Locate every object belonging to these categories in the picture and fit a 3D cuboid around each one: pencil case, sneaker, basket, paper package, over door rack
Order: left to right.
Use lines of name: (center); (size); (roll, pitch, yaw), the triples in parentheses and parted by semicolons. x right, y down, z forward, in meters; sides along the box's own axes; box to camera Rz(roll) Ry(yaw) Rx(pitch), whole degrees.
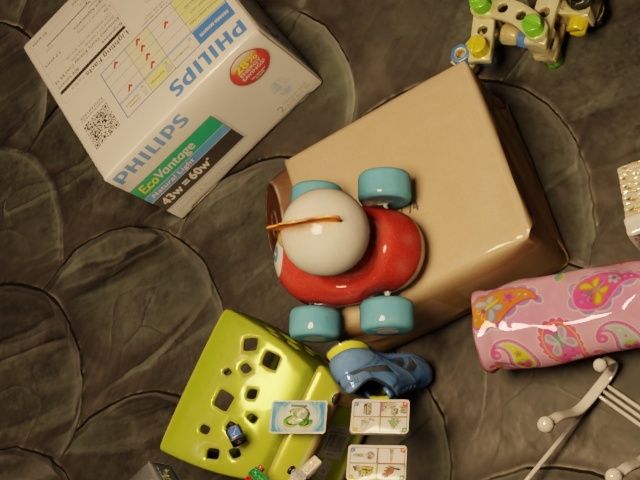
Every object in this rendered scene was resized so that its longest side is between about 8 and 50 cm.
sneaker: (0.091, 0.196, 1.527); (0.069, 0.209, 0.082); (-40, 54, 25)
paper package: (0.146, -0.043, 1.600); (0.325, 0.168, 0.309); (-27, 62, 22)
pencil case: (0.340, 0.096, 1.448); (0.284, 0.124, 0.124); (-14, 67, 17)
over door rack: (0.355, 0.337, 1.386); (0.239, 0.108, 0.324); (37, 95, 35)
basket: (0.480, -0.060, 1.438); (0.167, 0.113, 0.103); (-20, 63, 23)

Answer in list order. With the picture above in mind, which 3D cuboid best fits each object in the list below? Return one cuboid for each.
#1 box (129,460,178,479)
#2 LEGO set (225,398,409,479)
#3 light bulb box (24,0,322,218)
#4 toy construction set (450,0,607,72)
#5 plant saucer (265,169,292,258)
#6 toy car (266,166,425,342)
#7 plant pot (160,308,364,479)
box: (-0.264, 0.494, 1.732); (0.183, 0.059, 0.232); (-46, 57, 12)
LEGO set: (-0.007, 0.296, 1.433); (0.244, 0.060, 0.182); (-1, 53, 9)
light bulb box: (-0.256, -0.300, 1.888); (0.358, 0.225, 0.361); (-43, 58, 11)
toy construction set: (0.320, -0.397, 1.634); (0.215, 0.151, 0.327); (12, 91, 33)
plant saucer: (-0.060, -0.026, 1.728); (0.029, 0.168, 0.168); (-7, 64, -14)
toy car: (0.000, 0.000, 1.428); (0.210, 0.238, 0.219); (-8, 71, 28)
plant pot: (-0.058, 0.254, 1.595); (0.207, 0.228, 0.227); (23, 85, 28)
